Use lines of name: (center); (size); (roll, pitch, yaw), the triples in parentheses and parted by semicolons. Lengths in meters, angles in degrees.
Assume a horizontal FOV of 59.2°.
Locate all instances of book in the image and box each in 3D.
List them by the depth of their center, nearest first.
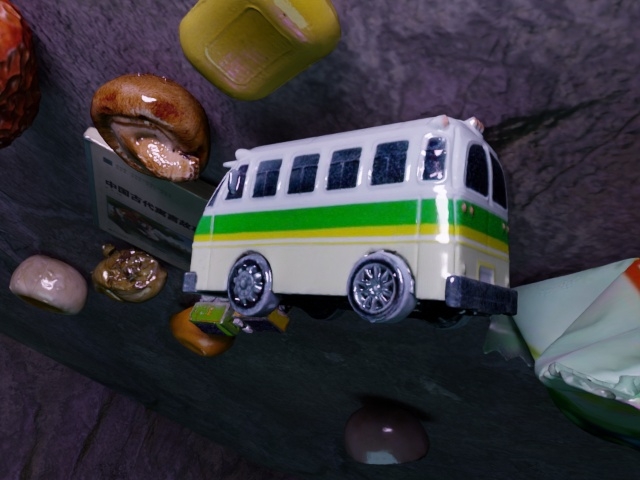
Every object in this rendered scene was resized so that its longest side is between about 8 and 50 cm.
book: (-0.220, -0.031, 0.777); (0.214, 0.025, 0.283); (26, 153, -7)

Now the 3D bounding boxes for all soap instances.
soap: (-0.047, -0.154, 0.416); (0.089, 0.045, 0.140); (35, 148, -29)

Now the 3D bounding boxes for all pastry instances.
pastry: (-0.552, 0.095, 1.161); (0.156, 0.092, 0.156); (20, 153, 10)

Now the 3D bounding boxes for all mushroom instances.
mushroom: (-0.163, -0.104, 0.541); (0.127, 0.087, 0.127); (13, 150, 8)
mushroom: (0.137, 0.406, 1.207); (0.188, 0.141, 0.117); (-3, 111, 22)

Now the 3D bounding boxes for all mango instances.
mango: (-0.223, 0.171, 1.067); (0.115, 0.089, 0.165); (34, 153, -19)

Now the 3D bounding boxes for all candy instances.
candy: (0.275, 0.109, 0.429); (0.262, 0.172, 0.398); (10, -174, 12)

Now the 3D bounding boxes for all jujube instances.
jujube: (-0.324, -0.159, 0.529); (0.109, 0.112, 0.176); (-4, 160, -26)

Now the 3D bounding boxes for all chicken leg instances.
chicken leg: (-0.349, 0.059, 0.974); (0.227, 0.088, 0.103); (1, 156, 45)

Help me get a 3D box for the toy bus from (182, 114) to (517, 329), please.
toy bus: (0.019, -0.010, 0.494); (0.276, 0.165, 0.133); (-1, 170, 36)

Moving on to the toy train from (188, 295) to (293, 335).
toy train: (-0.129, 0.114, 0.907); (0.202, 0.081, 0.060); (-4, 142, 39)
